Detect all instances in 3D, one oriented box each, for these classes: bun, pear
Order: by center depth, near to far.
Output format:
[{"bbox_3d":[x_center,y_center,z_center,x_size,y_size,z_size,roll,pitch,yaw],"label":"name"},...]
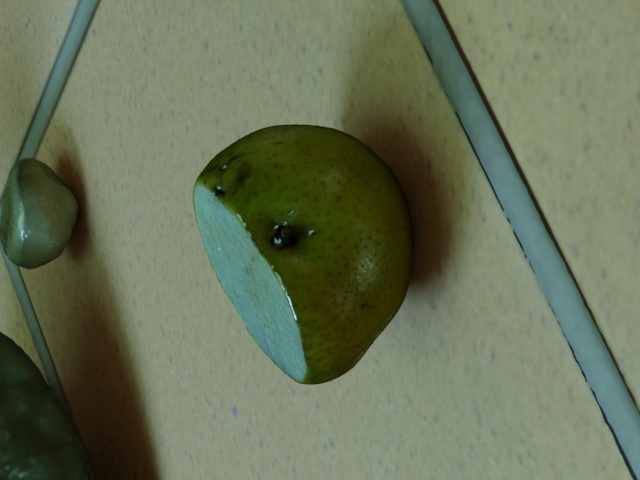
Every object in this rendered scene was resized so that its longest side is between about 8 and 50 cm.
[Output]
[{"bbox_3d":[0.000,0.000,1.043,0.141,0.104,0.141,57,167,20],"label":"pear"},{"bbox_3d":[-0.215,-0.019,1.476,0.086,0.055,0.086,-177,90,-69],"label":"bun"}]

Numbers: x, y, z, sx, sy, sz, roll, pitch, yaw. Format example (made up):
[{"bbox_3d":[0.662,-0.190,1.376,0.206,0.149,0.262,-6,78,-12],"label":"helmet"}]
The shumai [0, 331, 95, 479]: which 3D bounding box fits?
[{"bbox_3d":[-0.321,0.246,1.508,0.323,0.324,0.397,139,112,-85],"label":"shumai"}]
